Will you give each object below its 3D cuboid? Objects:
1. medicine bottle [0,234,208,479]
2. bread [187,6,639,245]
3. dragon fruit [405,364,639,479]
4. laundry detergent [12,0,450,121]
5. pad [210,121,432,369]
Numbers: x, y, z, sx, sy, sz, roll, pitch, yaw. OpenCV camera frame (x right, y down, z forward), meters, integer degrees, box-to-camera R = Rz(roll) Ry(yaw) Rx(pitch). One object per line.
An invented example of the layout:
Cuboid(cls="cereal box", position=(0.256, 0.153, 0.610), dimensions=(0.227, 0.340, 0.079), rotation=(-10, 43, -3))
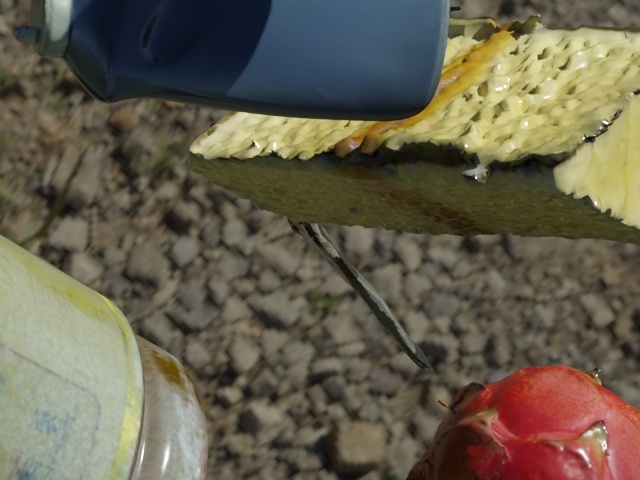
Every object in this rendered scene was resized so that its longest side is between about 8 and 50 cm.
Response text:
Cuboid(cls="medicine bottle", position=(-0.195, 0.030, 0.624), dimensions=(0.322, 0.151, 0.151), rotation=(34, 58, -35))
Cuboid(cls="bread", position=(0.074, -0.057, 1.113), dimensions=(0.178, 0.266, 0.142), rotation=(-56, 137, -32))
Cuboid(cls="dragon fruit", position=(0.190, 0.229, 1.712), dimensions=(0.252, 0.241, 0.241), rotation=(1, 69, -40))
Cuboid(cls="laundry detergent", position=(-0.043, -0.105, 0.924), dimensions=(0.206, 0.061, 0.097), rotation=(-1, 106, -21))
Cuboid(cls="pad", position=(0.001, 0.000, 1.626), dimensions=(0.022, 0.233, 0.174), rotation=(-40, 132, -1))
